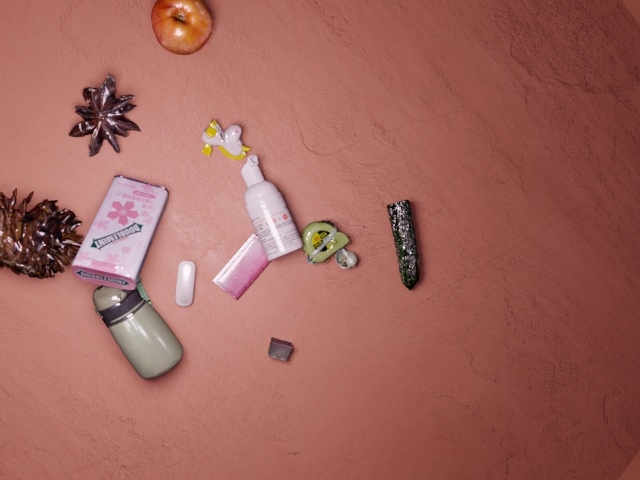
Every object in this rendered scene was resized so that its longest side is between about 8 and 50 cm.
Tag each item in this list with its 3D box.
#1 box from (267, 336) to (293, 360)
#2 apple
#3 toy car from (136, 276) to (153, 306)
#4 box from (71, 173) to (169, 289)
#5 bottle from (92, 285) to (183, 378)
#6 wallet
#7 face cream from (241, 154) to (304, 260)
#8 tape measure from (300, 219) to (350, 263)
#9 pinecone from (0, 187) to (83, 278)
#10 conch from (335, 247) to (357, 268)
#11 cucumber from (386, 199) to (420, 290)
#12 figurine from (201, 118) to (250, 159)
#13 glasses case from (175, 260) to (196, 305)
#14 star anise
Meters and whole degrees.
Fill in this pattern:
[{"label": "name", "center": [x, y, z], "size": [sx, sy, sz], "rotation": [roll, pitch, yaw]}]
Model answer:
[{"label": "box", "center": [-0.153, 0.410, 1.659], "size": [0.084, 0.060, 0.063], "rotation": [17, 92, -13]}, {"label": "apple", "center": [-0.476, -0.752, 1.523], "size": [0.209, 0.164, 0.209], "rotation": [-1, 93, -13]}, {"label": "toy car", "center": [-0.651, 0.184, 1.546], "size": [0.093, 0.058, 0.186], "rotation": [-21, 107, -10]}, {"label": "box", "center": [-0.639, -0.034, 1.442], "size": [0.190, 0.112, 0.370], "rotation": [16, 54, -11]}, {"label": "bottle", "center": [-0.613, 0.284, 1.471], "size": [0.168, 0.168, 0.347], "rotation": [-31, 108, -10]}, {"label": "wallet", "center": [-0.280, 0.098, 1.643], "size": [0.119, 0.025, 0.232], "rotation": [41, 82, -9]}, {"label": "face cream", "center": [-0.195, -0.121, 1.601], "size": [0.145, 0.145, 0.370], "rotation": [-22, 89, -11]}, {"label": "tape measure", "center": [0.000, 0.000, 1.672], "size": [0.177, 0.087, 0.154], "rotation": [-38, 110, -8]}, {"label": "pinecone", "center": [-0.898, -0.018, 1.390], "size": [0.296, 0.298, 0.242], "rotation": [24, 41, -21]}, {"label": "conch", "center": [0.101, 0.072, 1.713], "size": [0.076, 0.056, 0.085], "rotation": [-39, 68, 7]}, {"label": "cucumber", "center": [0.337, 0.023, 1.744], "size": [0.096, 0.096, 0.359], "rotation": [-11, 92, -12]}, {"label": "figurine", "center": [-0.340, -0.363, 1.603], "size": [0.178, 0.109, 0.130], "rotation": [9, 115, -13]}, {"label": "glasses case", "center": [-0.486, 0.154, 1.590], "size": [0.063, 0.041, 0.164], "rotation": [5, 90, -11]}, {"label": "star anise", "center": [-0.730, -0.415, 1.496], "size": [0.212, 0.129, 0.283], "rotation": [15, 96, -6]}]
